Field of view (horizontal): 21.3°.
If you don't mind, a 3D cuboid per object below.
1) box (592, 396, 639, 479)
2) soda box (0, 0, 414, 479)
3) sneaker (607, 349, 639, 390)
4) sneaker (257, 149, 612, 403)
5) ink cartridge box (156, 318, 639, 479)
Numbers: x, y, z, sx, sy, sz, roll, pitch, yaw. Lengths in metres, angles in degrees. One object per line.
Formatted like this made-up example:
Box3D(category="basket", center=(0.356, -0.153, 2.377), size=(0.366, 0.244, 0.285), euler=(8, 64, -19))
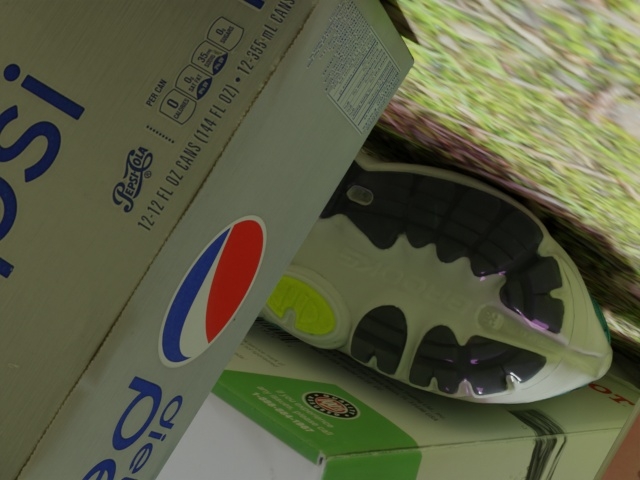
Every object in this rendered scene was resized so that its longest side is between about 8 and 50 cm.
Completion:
Box3D(category="box", center=(0.190, 0.128, 0.516), size=(0.232, 0.148, 0.127), euler=(29, 174, 17))
Box3D(category="soda box", center=(-0.093, 0.033, 0.478), size=(0.098, 0.286, 0.091), euler=(30, 177, 20))
Box3D(category="sneaker", center=(0.146, 0.098, 0.852), size=(0.293, 0.108, 0.169), euler=(22, 171, 10))
Box3D(category="sneaker", center=(0.000, 0.000, 0.734), size=(0.275, 0.107, 0.110), euler=(29, -176, 28))
Box3D(category="ink cartridge box", center=(0.025, 0.092, 0.742), size=(0.219, 0.092, 0.160), euler=(2, -162, -41))
